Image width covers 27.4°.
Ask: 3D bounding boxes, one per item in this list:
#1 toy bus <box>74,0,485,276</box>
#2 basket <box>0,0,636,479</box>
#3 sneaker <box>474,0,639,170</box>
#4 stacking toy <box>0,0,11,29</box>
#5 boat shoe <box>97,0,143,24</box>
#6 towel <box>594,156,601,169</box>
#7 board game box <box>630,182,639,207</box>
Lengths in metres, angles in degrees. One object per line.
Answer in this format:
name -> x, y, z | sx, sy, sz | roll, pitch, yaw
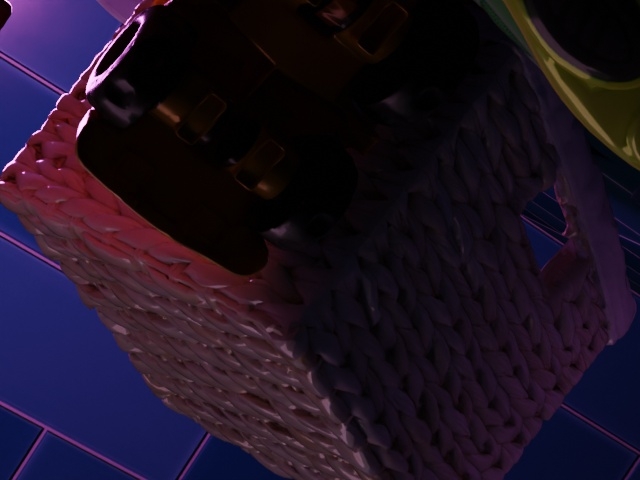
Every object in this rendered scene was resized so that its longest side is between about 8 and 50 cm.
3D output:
toy bus -> -0.036, -0.120, 0.749 | 0.149, 0.220, 0.211 | 37, -173, -25
basket -> 0.000, 0.000, 0.947 | 0.331, 0.266, 0.328 | 25, 156, 39
sneaker -> 0.052, -0.115, 0.358 | 0.295, 0.109, 0.123 | 32, -155, -1
stacking toy -> -0.287, -0.109, 0.577 | 0.350, 0.480, 0.350 | 33, -176, -2
boat shoe -> -0.114, -0.262, 1.288 | 0.367, 0.136, 0.156 | 26, -162, -34
towel -> 0.146, -0.140, 1.309 | 0.209, 0.034, 0.285 | 32, -177, -20
board game box -> 0.342, 0.016, 1.010 | 0.160, 0.047, 0.210 | 36, -176, 32
